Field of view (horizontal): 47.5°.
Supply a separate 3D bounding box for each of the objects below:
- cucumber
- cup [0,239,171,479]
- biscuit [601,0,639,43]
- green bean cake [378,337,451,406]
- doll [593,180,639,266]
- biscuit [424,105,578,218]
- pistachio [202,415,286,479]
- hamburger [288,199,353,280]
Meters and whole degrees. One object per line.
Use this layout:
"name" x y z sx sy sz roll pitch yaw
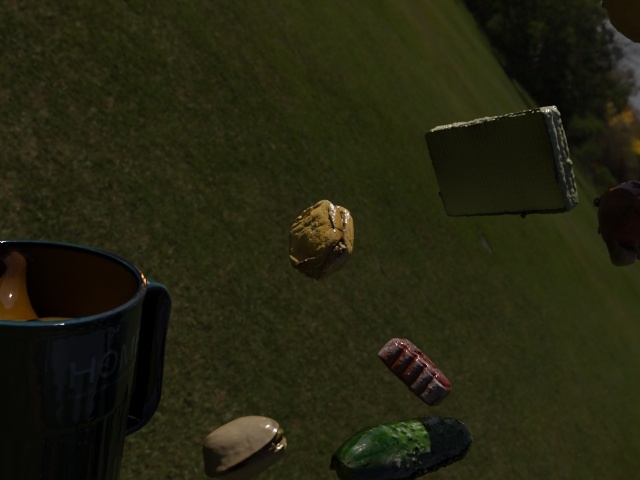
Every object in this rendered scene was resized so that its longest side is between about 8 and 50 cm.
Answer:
"cucumber" 0.099 0.226 0.794 0.228 0.069 0.069 2 55 -44
"cup" -0.333 0.165 0.859 0.308 0.242 0.292 -81 180 -74
"biscuit" 0.768 -0.558 1.410 0.429 0.446 0.104 58 36 -22
"green bean cake" 0.172 0.233 1.299 0.136 0.056 0.135 44 5 18
"doll" 0.655 -0.050 1.381 0.256 0.196 0.152 -12 85 -29
"biscuit" 0.209 -0.088 0.856 0.041 0.199 0.121 -22 102 -28
"pistachio" -0.129 0.355 1.240 0.113 0.149 0.113 54 17 -25
"hamburger" 0.000 0.000 1.377 0.083 0.138 0.147 29 46 -35
